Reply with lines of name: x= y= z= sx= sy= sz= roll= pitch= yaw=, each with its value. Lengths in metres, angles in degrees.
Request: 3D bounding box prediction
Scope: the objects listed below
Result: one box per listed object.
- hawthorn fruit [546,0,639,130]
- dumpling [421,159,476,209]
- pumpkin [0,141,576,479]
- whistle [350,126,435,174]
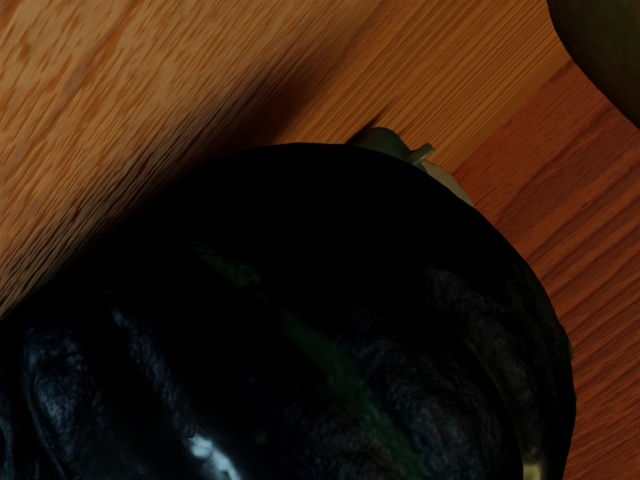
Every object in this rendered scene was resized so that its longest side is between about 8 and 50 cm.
hawthorn fruit: x=0.299 y=-0.154 z=0.821 sx=0.268 sy=0.301 sz=0.267 roll=-39 pitch=-164 yaw=13
dumpling: x=0.043 y=0.008 z=1.398 sx=0.250 sy=0.162 sz=0.132 roll=-31 pitch=-148 yaw=-5
pumpkin: x=-0.039 y=0.114 z=0.727 sx=0.363 sy=0.266 sz=0.363 roll=-39 pitch=179 yaw=-1
whistle: x=0.000 y=0.000 z=1.181 sx=0.274 sy=0.093 sz=0.186 roll=-40 pitch=178 yaw=28
